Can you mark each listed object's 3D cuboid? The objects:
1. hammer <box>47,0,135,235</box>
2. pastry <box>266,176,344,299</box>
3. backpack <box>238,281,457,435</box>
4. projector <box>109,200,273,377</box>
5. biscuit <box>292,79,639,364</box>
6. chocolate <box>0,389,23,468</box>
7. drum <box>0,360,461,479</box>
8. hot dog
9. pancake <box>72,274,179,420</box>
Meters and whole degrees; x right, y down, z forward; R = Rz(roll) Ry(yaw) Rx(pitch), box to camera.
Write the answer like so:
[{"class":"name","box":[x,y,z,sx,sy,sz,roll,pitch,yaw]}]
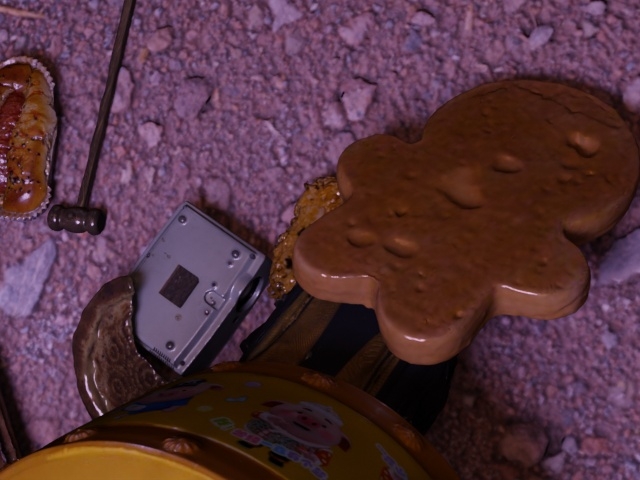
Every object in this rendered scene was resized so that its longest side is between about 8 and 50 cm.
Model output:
[{"class":"hammer","box":[-0.238,-0.147,1.273,0.058,0.029,0.292,7,75,11]},{"class":"pastry","box":[0.000,0.000,1.166,0.080,0.056,0.140,13,80,26]},{"class":"backpack","box":[0.001,0.151,1.055,0.206,0.133,0.258,22,55,32]},{"class":"projector","box":[-0.133,0.051,1.179,0.115,0.061,0.147,34,85,16]},{"class":"biscuit","box":[0.146,-0.031,1.080,0.275,0.052,0.355,31,57,28]},{"class":"chocolate","box":[-0.356,0.167,1.190,0.102,0.065,0.329,-38,68,34]},{"class":"drum","box":[-0.071,0.313,0.891,0.431,0.214,0.431,6,103,26]},{"class":"hot dog","box":[-0.332,-0.112,1.266,0.099,0.053,0.192,-1,77,8]},{"class":"pancake","box":[-0.171,0.137,1.143,0.190,0.020,0.184,26,110,20]}]
